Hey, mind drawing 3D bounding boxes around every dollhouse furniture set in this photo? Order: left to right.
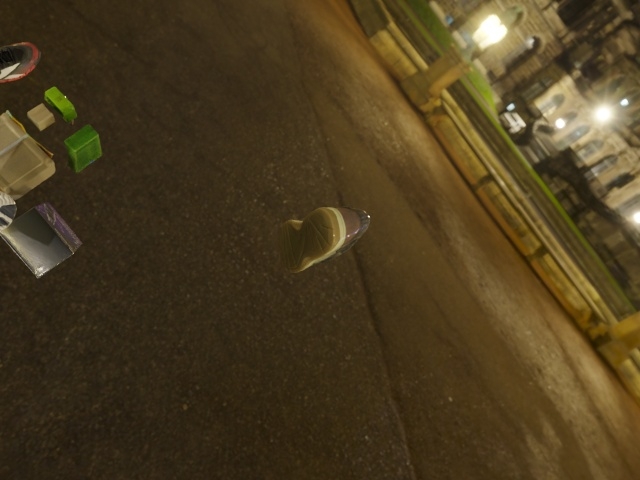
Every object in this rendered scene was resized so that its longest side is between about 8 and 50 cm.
[{"bbox_3d":[-0.796,-0.252,1.602,0.197,0.151,0.301,47,65,-2],"label":"dollhouse furniture set"}]

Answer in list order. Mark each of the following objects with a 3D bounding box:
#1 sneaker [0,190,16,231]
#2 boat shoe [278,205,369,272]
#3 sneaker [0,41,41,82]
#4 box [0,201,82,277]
[{"bbox_3d":[-0.638,-0.004,0.972,0.235,0.153,0.094,-46,111,-30],"label":"sneaker"},{"bbox_3d":[0.000,-0.001,0.831,0.073,0.223,0.080,-6,82,-23],"label":"boat shoe"},{"bbox_3d":[-0.970,-0.522,1.711,0.097,0.276,0.135,64,-17,-7],"label":"sneaker"},{"bbox_3d":[-0.727,-0.006,1.513,0.153,0.108,0.207,56,-10,-16],"label":"box"}]
